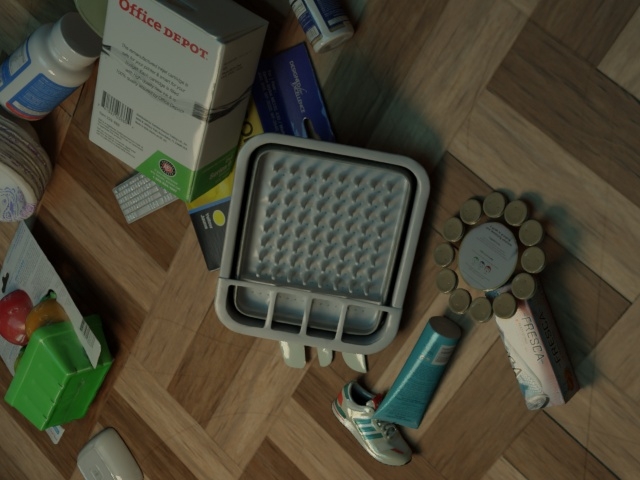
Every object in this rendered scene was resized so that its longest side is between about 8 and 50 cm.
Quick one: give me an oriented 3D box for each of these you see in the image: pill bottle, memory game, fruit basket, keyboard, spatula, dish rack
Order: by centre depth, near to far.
[{"bbox_3d":[0.233,0.023,1.347,0.186,0.012,0.186,-13,70,41],"label":"memory game"},{"bbox_3d":[-0.005,-0.341,1.416,0.067,0.067,0.120,-29,87,39],"label":"pill bottle"},{"bbox_3d":[0.000,0.000,1.461,0.285,0.072,0.333,10,115,-2],"label":"dish rack"},{"bbox_3d":[-0.010,0.099,1.596,0.168,0.019,0.242,1,106,37],"label":"spatula"},{"bbox_3d":[-0.305,-0.087,1.715,0.256,0.014,0.072,-18,92,55],"label":"keyboard"},{"bbox_3d":[-0.486,-0.316,1.747,0.221,0.124,0.124,-26,88,39],"label":"pill bottle"},{"bbox_3d":[-0.568,0.188,1.983,0.353,0.165,0.327,54,129,30],"label":"fruit basket"}]

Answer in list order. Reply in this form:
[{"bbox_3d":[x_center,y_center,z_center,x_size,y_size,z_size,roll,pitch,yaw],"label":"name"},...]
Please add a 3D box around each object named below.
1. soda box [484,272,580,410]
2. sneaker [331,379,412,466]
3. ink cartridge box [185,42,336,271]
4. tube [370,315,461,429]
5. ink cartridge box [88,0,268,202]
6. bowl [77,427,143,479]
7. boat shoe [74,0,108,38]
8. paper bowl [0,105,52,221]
[{"bbox_3d":[0.296,0.140,1.356,0.063,0.058,0.183,-19,92,39],"label":"soda box"},{"bbox_3d":[0.089,0.291,1.559,0.161,0.057,0.075,42,131,22],"label":"sneaker"},{"bbox_3d":[-0.110,-0.123,1.564,0.307,0.072,0.304,-17,92,42],"label":"ink cartridge box"},{"bbox_3d":[0.152,0.210,1.488,0.080,0.052,0.207,18,120,-9],"label":"tube"},{"bbox_3d":[-0.217,-0.237,1.452,0.211,0.121,0.289,33,130,16],"label":"ink cartridge box"},{"bbox_3d":[-0.450,0.477,2.027,0.142,0.053,0.142,-41,78,39],"label":"bowl"},{"bbox_3d":[-0.243,-0.366,1.557,0.340,0.113,0.127,18,126,27],"label":"boat shoe"},{"bbox_3d":[-0.655,-0.169,1.855,0.284,0.148,0.284,12,152,7],"label":"paper bowl"}]
